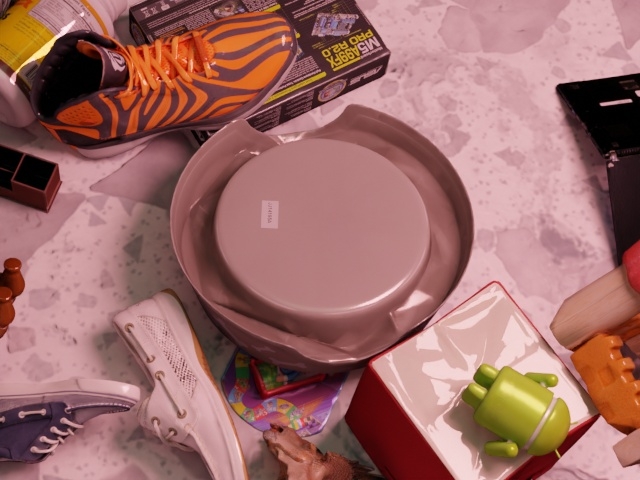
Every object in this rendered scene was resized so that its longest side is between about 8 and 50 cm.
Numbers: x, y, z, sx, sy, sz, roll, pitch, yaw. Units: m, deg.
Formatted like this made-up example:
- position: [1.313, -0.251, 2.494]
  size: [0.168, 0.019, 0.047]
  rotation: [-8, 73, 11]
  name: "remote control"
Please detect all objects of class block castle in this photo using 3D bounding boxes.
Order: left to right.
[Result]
- position: [0.465, 0.210, 1.453]
  size: [0.213, 0.303, 0.453]
  rotation: [-35, 68, 25]
  name: "block castle"

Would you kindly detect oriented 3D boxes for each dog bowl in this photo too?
- position: [0.000, 0.000, 1.619]
  size: [0.349, 0.102, 0.348]
  rotation: [2, 56, -3]
  name: "dog bowl"

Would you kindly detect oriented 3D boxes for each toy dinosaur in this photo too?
- position: [0.009, 0.343, 1.477]
  size: [0.127, 0.200, 0.295]
  rotation: [-10, 89, 18]
  name: "toy dinosaur"

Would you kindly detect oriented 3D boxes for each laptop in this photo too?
- position: [0.454, -0.096, 1.790]
  size: [0.234, 0.136, 0.264]
  rotation: [-9, 41, -11]
  name: "laptop"

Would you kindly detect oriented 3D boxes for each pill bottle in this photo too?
- position: [-0.338, -0.248, 1.708]
  size: [0.117, 0.117, 0.215]
  rotation: [35, 66, 10]
  name: "pill bottle"

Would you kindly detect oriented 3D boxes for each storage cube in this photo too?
- position: [0.159, 0.191, 1.520]
  size: [0.184, 0.193, 0.215]
  rotation: [-30, 73, -19]
  name: "storage cube"

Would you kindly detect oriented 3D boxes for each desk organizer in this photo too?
- position: [-0.381, -0.084, 1.662]
  size: [0.130, 0.050, 0.047]
  rotation: [19, 64, 2]
  name: "desk organizer"

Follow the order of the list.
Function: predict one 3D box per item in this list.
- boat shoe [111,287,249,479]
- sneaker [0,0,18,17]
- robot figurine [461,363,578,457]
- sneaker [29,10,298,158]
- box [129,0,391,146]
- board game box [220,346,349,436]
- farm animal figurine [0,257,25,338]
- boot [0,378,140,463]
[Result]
- position: [-0.158, 0.188, 1.541]
  size: [0.096, 0.098, 0.277]
  rotation: [-21, 62, -13]
  name: "boat shoe"
- position: [-0.424, -0.321, 1.753]
  size: [0.084, 0.083, 0.214]
  rotation: [4, 63, -3]
  name: "sneaker"
- position: [0.200, 0.171, 1.390]
  size: [0.115, 0.067, 0.101]
  rotation: [31, 66, 7]
  name: "robot figurine"
- position: [-0.189, -0.194, 1.610]
  size: [0.321, 0.180, 0.124]
  rotation: [-24, 73, 9]
  name: "sneaker"
- position: [-0.079, -0.256, 1.776]
  size: [0.270, 0.060, 0.216]
  rotation: [-27, 72, -17]
  name: "box"
- position: [-0.035, 0.143, 1.607]
  size: [0.133, 0.033, 0.168]
  rotation: [24, 64, 5]
  name: "board game box"
- position: [-0.503, 0.071, 1.512]
  size: [0.330, 0.172, 0.326]
  rotation: [-8, 47, -25]
  name: "farm animal figurine"
- position: [-0.287, 0.201, 1.515]
  size: [0.190, 0.069, 0.086]
  rotation: [-5, 69, 20]
  name: "boot"
